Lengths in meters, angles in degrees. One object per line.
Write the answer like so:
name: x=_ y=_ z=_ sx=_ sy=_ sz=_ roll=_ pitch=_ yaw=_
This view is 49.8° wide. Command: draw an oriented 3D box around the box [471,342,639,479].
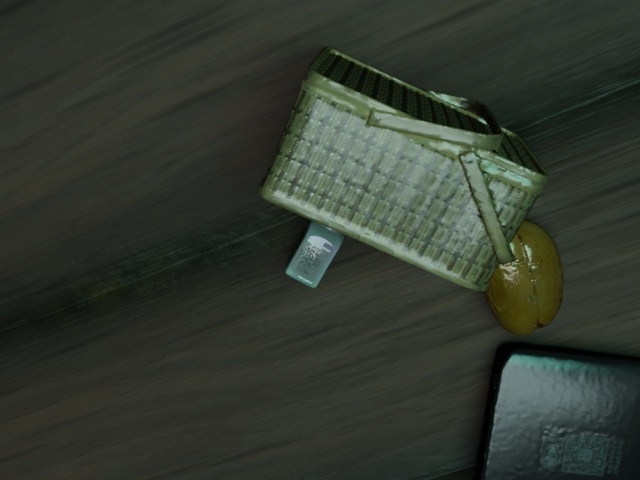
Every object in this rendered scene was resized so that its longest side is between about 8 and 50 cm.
box: x=0.385 y=0.305 z=1.041 sx=0.289 sy=0.073 sz=0.290 roll=6 pitch=101 yaw=2

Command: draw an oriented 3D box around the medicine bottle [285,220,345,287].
medicine bottle: x=0.000 y=0.000 z=0.983 sx=0.055 sy=0.074 sz=0.118 roll=29 pitch=109 yaw=-4

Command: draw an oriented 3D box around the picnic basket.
picnic basket: x=0.109 y=-0.103 z=0.859 sx=0.313 sy=0.228 sz=0.175 roll=24 pitch=112 yaw=-2

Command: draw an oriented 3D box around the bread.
bread: x=0.286 y=0.058 z=0.965 sx=0.114 sy=0.077 sz=0.189 roll=-25 pitch=114 yaw=-13
